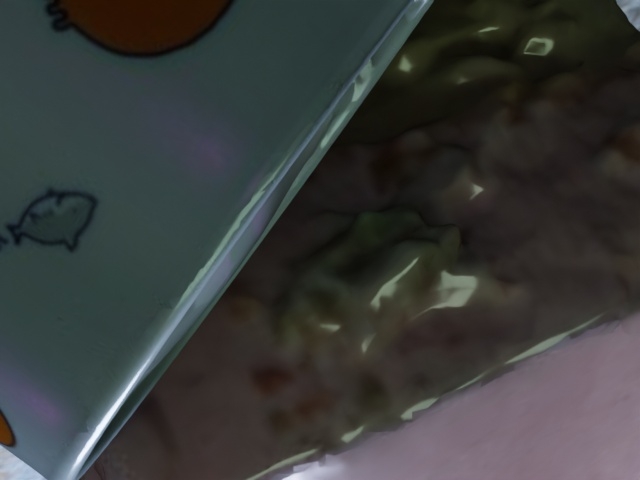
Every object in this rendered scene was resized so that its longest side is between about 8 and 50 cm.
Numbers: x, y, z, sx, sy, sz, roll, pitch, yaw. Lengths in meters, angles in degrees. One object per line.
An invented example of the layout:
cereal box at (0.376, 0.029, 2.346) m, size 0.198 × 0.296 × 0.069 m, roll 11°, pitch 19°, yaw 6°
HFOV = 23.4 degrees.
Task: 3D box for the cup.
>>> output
cup at (-0.136, -0.107, 0.433) m, size 0.212 × 0.317 × 0.212 m, roll -55°, pitch -179°, yaw 1°

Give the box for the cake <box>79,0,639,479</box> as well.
cake at (0.000, 0.000, 0.714) m, size 0.314 × 0.307 × 0.293 m, roll -24°, pitch 148°, yaw -10°
